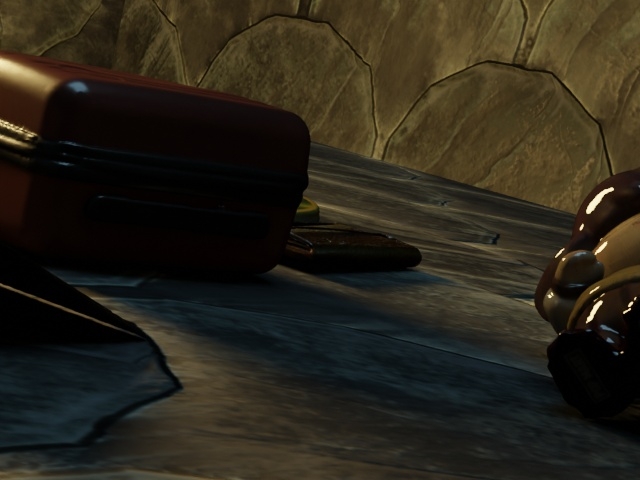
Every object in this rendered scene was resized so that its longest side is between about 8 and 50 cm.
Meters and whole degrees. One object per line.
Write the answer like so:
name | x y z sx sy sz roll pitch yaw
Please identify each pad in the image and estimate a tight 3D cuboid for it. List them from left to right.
pad | -0.294 -0.014 1.016 0.330 0.004 0.220 17 -14 32

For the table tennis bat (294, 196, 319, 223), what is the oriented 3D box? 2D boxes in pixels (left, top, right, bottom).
table tennis bat | -0.120 -0.066 1.928 0.198 0.050 0.321 8 13 -24

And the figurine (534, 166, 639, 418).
figurine | 0.269 0.028 1.232 0.206 0.218 0.365 54 25 17

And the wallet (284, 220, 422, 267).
wallet | 0.000 0.000 1.616 0.133 0.039 0.243 16 8 30

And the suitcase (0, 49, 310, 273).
suitcase | -0.178 -0.070 1.348 0.297 0.161 0.236 7 9 -42
